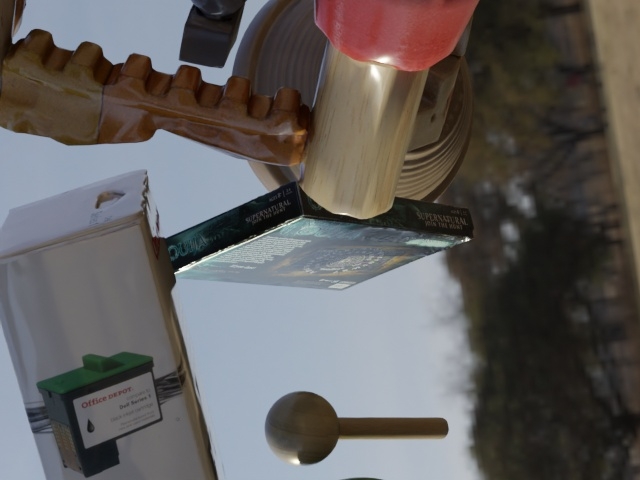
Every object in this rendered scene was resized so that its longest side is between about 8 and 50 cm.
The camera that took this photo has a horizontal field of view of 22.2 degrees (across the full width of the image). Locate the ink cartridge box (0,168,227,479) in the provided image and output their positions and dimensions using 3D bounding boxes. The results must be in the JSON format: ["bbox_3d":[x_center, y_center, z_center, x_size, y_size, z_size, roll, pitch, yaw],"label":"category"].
[{"bbox_3d":[-0.117,0.084,0.943,0.160,0.093,0.219,-115,11,-78],"label":"ink cartridge box"}]

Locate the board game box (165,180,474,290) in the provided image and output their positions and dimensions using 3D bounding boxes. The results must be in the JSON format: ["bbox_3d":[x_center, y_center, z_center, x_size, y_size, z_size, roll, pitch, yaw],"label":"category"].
[{"bbox_3d":[0.000,0.000,1.086,0.186,0.126,0.026,7,-114,-51],"label":"board game box"}]

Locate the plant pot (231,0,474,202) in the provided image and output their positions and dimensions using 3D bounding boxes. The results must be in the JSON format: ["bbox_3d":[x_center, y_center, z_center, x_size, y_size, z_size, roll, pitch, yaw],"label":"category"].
[{"bbox_3d":[0.049,-0.128,1.441,0.110,0.237,0.237,-5,94,64],"label":"plant pot"}]

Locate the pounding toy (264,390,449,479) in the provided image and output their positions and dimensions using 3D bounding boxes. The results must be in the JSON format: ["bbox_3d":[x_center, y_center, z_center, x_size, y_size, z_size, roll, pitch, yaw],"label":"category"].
[{"bbox_3d":[0.060,0.212,1.108,0.183,0.110,0.236,9,-117,-33],"label":"pounding toy"}]

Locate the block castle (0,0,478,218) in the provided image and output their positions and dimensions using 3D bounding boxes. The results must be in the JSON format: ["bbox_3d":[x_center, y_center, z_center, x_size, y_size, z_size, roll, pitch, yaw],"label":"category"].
[{"bbox_3d":[-0.042,-0.235,0.945,0.453,0.303,0.212,-78,1,-53],"label":"block castle"}]
